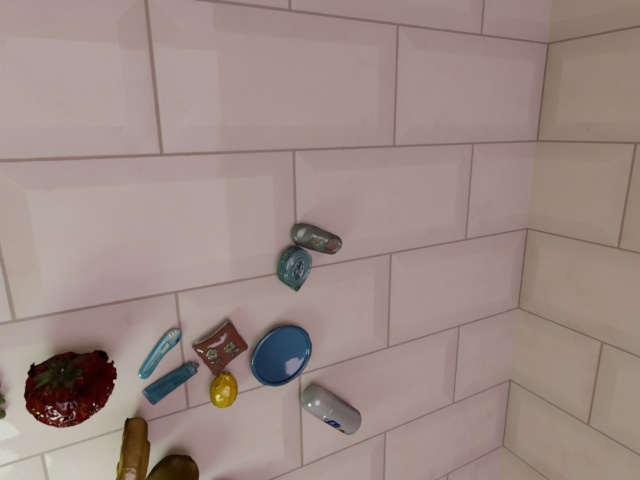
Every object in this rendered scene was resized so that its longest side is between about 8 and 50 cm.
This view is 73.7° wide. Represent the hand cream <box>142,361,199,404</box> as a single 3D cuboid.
[{"bbox_3d":[-0.566,0.543,1.644,0.224,0.048,0.083,-32,116,-12],"label":"hand cream"}]

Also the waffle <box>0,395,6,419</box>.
[{"bbox_3d":[-1.154,0.502,1.291,0.308,0.056,0.292,-22,113,-22],"label":"waffle"}]

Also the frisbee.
[{"bbox_3d":[-0.170,0.492,1.843,0.289,0.049,0.290,-10,110,-29],"label":"frisbee"}]

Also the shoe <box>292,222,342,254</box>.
[{"bbox_3d":[0.000,0.000,1.786,0.250,0.100,0.103,16,95,-34],"label":"shoe"}]

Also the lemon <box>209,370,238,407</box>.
[{"bbox_3d":[-0.388,0.597,1.710,0.114,0.114,0.155,-2,103,-29],"label":"lemon"}]

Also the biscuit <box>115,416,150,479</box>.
[{"bbox_3d":[-0.655,0.778,1.500,0.101,0.296,0.297,4,101,-20],"label":"biscuit"}]

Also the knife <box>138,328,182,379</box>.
[{"bbox_3d":[-0.600,0.425,1.595,0.064,0.031,0.222,41,81,-34],"label":"knife"}]

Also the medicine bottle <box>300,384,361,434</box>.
[{"bbox_3d":[0.044,0.784,1.990,0.341,0.130,0.130,44,80,-30],"label":"medicine bottle"}]

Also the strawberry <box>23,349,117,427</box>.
[{"bbox_3d":[-0.794,0.482,1.373,0.273,0.274,0.221,-11,123,-27],"label":"strawberry"}]

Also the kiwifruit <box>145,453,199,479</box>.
[{"bbox_3d":[-0.577,0.946,1.651,0.196,0.195,0.234,44,73,-30],"label":"kiwifruit"}]

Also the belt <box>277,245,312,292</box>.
[{"bbox_3d":[-0.111,0.107,1.762,0.163,0.082,0.147,-55,131,-10],"label":"belt"}]

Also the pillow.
[{"bbox_3d":[-0.389,0.426,1.688,0.179,0.075,0.172,-37,118,-18],"label":"pillow"}]
